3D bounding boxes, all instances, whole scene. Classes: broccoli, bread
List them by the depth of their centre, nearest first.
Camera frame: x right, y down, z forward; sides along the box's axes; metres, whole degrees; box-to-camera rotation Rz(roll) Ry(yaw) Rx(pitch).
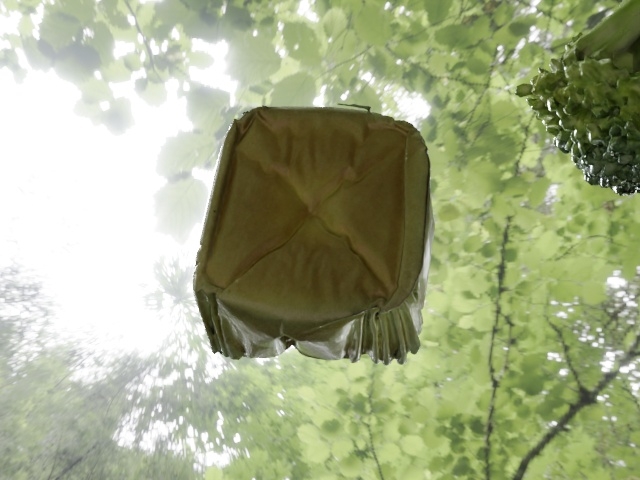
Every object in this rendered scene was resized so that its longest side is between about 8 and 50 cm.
[{"bbox_3d":[0.303,-0.208,0.716,0.274,0.397,0.353,-1,-115,22],"label":"broccoli"},{"bbox_3d":[0.000,-0.001,0.733,0.192,0.110,0.210,1,-119,6],"label":"bread"}]
